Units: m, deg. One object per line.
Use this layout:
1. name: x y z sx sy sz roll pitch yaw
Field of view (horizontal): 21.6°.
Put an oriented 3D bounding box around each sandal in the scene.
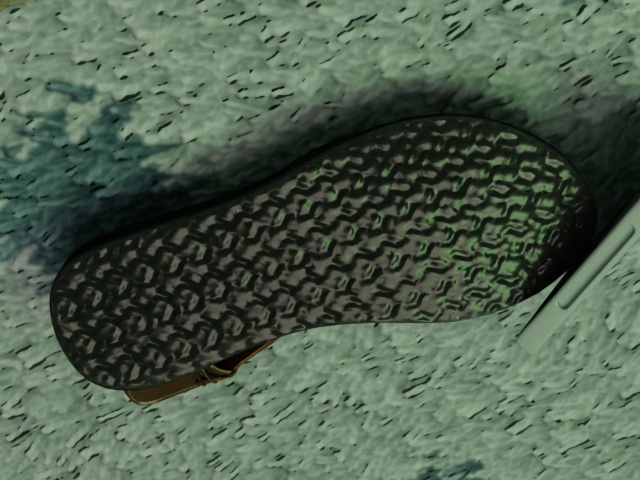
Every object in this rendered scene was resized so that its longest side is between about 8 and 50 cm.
1. sandal: -0.002 -0.002 1.365 0.445 0.107 0.168 -13 103 6

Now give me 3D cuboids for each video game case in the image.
1. video game case: 0.243 -0.006 1.350 0.023 0.201 0.183 41 116 5

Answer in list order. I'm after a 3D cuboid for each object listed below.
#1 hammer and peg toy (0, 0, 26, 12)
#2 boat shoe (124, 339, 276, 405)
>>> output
1. hammer and peg toy: -0.286 -0.271 1.128 0.361 0.127 0.266 -13 124 2
2. boat shoe: -0.101 0.093 1.451 0.178 0.060 0.064 -32 123 15
